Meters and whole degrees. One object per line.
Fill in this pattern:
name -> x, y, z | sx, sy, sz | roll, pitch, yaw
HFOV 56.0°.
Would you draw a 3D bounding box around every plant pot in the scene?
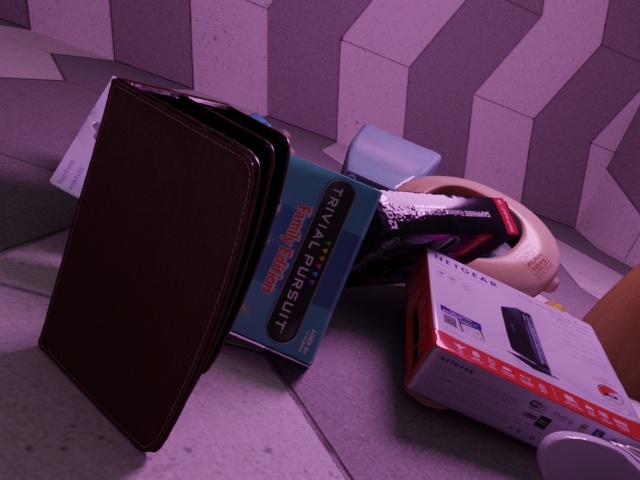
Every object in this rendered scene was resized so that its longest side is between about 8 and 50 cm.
plant pot -> 0.157, -0.145, 1.677 | 0.247, 0.247, 0.252 | 25, 30, 12
plant pot -> 0.684, 0.177, 1.275 | 0.237, 0.254, 0.237 | 19, 17, -6

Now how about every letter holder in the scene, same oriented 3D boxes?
letter holder -> -0.130, 0.025, 0.611 | 0.214, 0.302, 0.152 | 32, 18, 30

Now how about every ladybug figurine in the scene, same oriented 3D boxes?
ladybug figurine -> 0.354, 0.010, 1.439 | 0.305, 0.162, 0.449 | -36, 54, -24

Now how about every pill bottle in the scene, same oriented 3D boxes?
pill bottle -> 0.543, 0.179, 1.423 | 0.065, 0.065, 0.116 | 27, 16, 19

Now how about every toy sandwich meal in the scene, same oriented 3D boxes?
toy sandwich meal -> 0.156, 0.218, 0.863 | 0.085, 0.029, 0.085 | 15, 27, -8

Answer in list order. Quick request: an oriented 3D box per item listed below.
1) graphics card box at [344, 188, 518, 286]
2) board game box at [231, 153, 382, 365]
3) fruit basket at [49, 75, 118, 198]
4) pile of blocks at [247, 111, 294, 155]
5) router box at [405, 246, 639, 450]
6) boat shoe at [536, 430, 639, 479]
graphics card box -> 0.169, 0.002, 1.138 | 0.371, 0.233, 0.094 | 1, 63, -38
board game box -> -0.118, -0.012, 0.829 | 0.336, 0.254, 0.079 | 22, -14, 3
fruit basket -> -0.224, -0.118, 1.014 | 0.353, 0.165, 0.327 | 34, 35, -24
pile of blocks -> -0.178, -0.273, 1.580 | 0.112, 0.149, 0.362 | 45, 1, 24
router box -> 0.296, 0.174, 0.937 | 0.335, 0.082, 0.301 | 25, 26, -5
boat shoe -> 0.386, 0.303, 0.768 | 0.267, 0.096, 0.088 | 21, 12, -7
